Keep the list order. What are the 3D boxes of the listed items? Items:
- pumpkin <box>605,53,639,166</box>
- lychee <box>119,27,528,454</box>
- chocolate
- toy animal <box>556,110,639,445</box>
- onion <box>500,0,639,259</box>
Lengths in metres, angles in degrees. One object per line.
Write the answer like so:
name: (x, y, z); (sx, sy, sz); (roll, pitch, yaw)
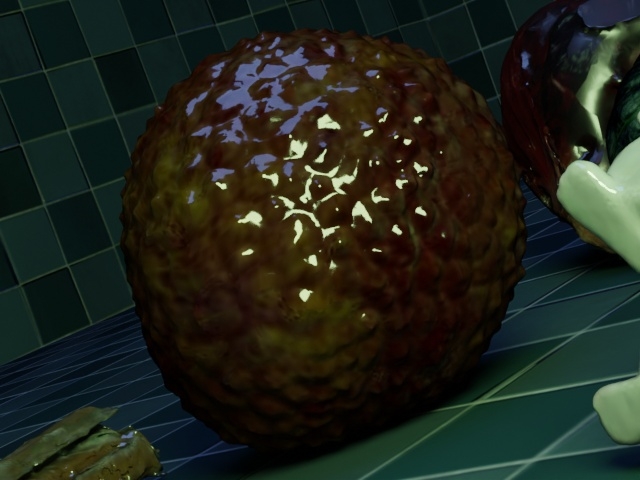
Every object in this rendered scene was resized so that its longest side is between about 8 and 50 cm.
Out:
pumpkin: (0.292, -0.084, 1.043); (0.194, 0.194, 0.150); (-20, -21, 17)
lychee: (0.000, 0.000, 0.919); (0.261, 0.260, 0.260); (-21, 4, 1)
chocolate: (-0.214, 0.177, 0.873); (0.102, 0.065, 0.329); (-18, 6, 30)
toy animal: (0.219, -0.008, 0.656); (0.138, 0.140, 0.282); (-7, 15, 39)
onion: (0.288, -0.111, 1.238); (0.281, 0.221, 0.281); (-13, 33, 9)
